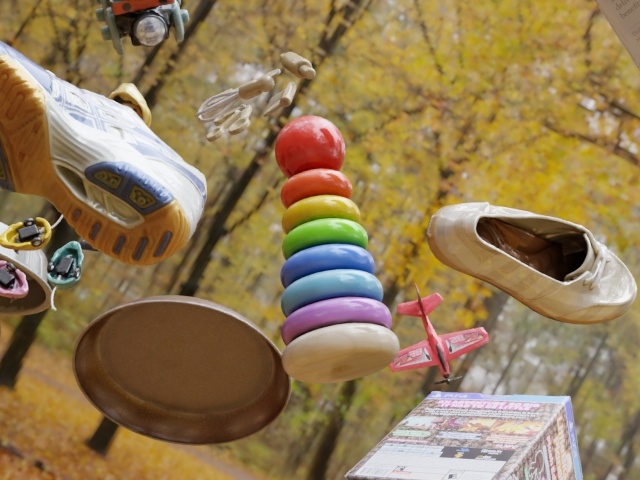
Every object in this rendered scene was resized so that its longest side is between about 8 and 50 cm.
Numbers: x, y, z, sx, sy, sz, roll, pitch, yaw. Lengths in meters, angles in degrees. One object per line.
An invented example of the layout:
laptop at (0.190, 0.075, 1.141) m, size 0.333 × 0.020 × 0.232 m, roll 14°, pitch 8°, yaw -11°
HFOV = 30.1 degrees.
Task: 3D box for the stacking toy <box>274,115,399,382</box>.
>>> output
stacking toy at (0.000, 0.000, 1.455) m, size 0.141 × 0.330 × 0.141 m, roll -8°, pitch -23°, yaw -4°

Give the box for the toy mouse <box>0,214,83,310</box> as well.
toy mouse at (-0.335, 0.039, 1.401) m, size 0.143 × 0.161 × 0.031 m, roll 53°, pitch -23°, yaw 31°

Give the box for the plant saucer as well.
plant saucer at (-0.194, 0.179, 1.690) m, size 0.311 × 0.050 × 0.310 m, roll 2°, pitch -47°, yaw 2°

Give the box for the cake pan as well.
cake pan at (-0.506, 0.023, 1.637) m, size 0.293 × 0.054 × 0.293 m, roll 10°, pitch -24°, yaw 4°

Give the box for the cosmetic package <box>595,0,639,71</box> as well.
cosmetic package at (0.386, -0.408, 1.390) m, size 0.161 × 0.230 × 0.453 m, roll -38°, pitch -101°, yaw 47°

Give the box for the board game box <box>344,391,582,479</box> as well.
board game box at (0.212, 0.341, 1.706) m, size 0.232 × 0.141 × 0.291 m, roll -2°, pitch 16°, yaw 33°

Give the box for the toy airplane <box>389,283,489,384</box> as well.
toy airplane at (0.156, 0.135, 1.699) m, size 0.151 × 0.151 × 0.028 m, roll 29°, pitch -16°, yaw 8°

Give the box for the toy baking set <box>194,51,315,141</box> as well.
toy baking set at (-0.108, -0.233, 1.862) m, size 0.030 × 0.197 × 0.256 m, roll 57°, pitch 0°, yaw -24°

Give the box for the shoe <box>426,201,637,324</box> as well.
shoe at (0.193, 0.020, 1.015) m, size 0.219 × 0.076 × 0.058 m, roll 18°, pitch -22°, yaw -26°

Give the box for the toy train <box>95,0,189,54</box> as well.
toy train at (-0.303, -0.428, 1.912) m, size 0.334 × 0.142 × 0.190 m, roll -115°, pitch -167°, yaw -58°

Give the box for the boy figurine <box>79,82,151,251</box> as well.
boy figurine at (-0.327, -0.120, 1.998) m, size 0.177 × 0.285 × 0.092 m, roll 11°, pitch 6°, yaw 3°

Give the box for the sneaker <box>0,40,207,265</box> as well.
sneaker at (-0.236, -0.094, 1.090) m, size 0.296 × 0.112 × 0.131 m, roll 40°, pitch 25°, yaw -5°
